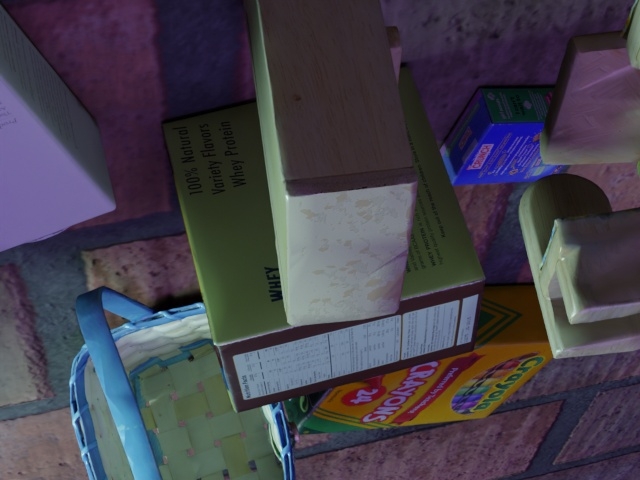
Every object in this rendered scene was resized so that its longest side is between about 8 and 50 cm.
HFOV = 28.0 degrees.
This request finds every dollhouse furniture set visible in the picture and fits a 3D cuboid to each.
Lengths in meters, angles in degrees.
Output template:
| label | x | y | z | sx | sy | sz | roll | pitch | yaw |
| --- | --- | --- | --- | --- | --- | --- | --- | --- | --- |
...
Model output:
| label | x | y | z | sx | sy | sz | roll | pitch | yaw |
| --- | --- | --- | --- | --- | --- | --- | --- | --- | --- |
| dollhouse furniture set | 0.158 | -0.115 | 0.785 | 0.394 | 0.256 | 0.362 | -7 | 152 | -5 |

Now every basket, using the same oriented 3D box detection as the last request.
| label | x | y | z | sx | sy | sz | roll | pitch | yaw |
| --- | --- | --- | --- | --- | --- | --- | --- | --- | --- |
| basket | -0.135 | 0.173 | 1.208 | 0.201 | 0.255 | 0.289 | -21 | 171 | 11 |

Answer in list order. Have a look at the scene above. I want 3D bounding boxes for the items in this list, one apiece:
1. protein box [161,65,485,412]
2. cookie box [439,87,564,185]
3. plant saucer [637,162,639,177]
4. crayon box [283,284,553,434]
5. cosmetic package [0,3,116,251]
| label | x | y | z | sx | sy | sz | roll | pitch | yaw |
| --- | --- | --- | --- | --- | --- | --- | --- | --- | --- |
| protein box | 0.000 | 0.000 | 1.010 | 0.201 | 0.200 | 0.136 | -14 | 152 | -5 |
| cookie box | 0.170 | -0.090 | 1.110 | 0.107 | 0.040 | 0.092 | -4 | 150 | -24 |
| plant saucer | 0.428 | -0.097 | 1.244 | 0.241 | 0.037 | 0.241 | -13 | 152 | -7 |
| crayon box | 0.136 | 0.132 | 1.451 | 0.318 | 0.081 | 0.202 | -2 | 148 | -27 |
| cosmetic package | -0.237 | -0.082 | 0.861 | 0.117 | 0.085 | 0.231 | -19 | 154 | 5 |
